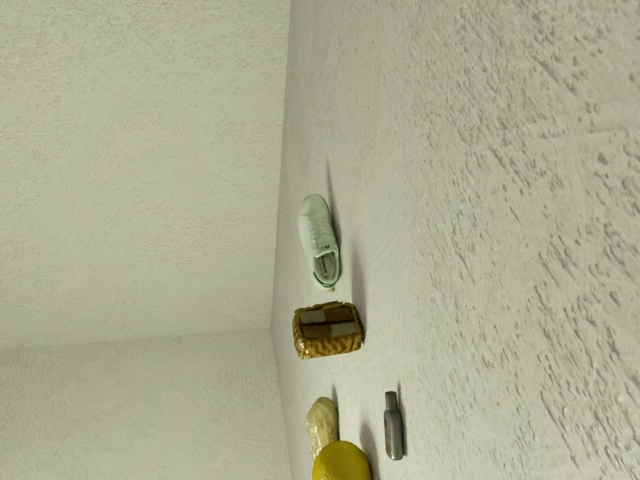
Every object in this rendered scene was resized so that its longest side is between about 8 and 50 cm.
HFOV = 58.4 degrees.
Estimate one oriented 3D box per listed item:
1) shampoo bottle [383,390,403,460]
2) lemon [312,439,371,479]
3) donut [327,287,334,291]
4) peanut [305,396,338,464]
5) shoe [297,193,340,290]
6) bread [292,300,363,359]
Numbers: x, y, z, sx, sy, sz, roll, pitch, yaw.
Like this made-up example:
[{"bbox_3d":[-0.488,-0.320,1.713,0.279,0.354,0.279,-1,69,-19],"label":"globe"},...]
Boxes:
[{"bbox_3d":[0.185,0.472,1.469,0.080,0.040,0.165,173,93,-80],"label":"shampoo bottle"},{"bbox_3d":[0.065,0.724,1.776,0.244,0.186,0.187,-93,4,-68],"label":"lemon"},{"bbox_3d":[0.028,0.159,2.193,0.067,0.037,0.084,142,123,-80],"label":"donut"},{"bbox_3d":[0.009,0.757,2.233,0.130,0.129,0.291,180,85,-79],"label":"peanut"},{"bbox_3d":[0.000,0.000,2.068,0.160,0.131,0.363,149,113,-78],"label":"shoe"},{"bbox_3d":[0.019,0.283,1.805,0.181,0.222,0.096,-114,22,-52],"label":"bread"}]
